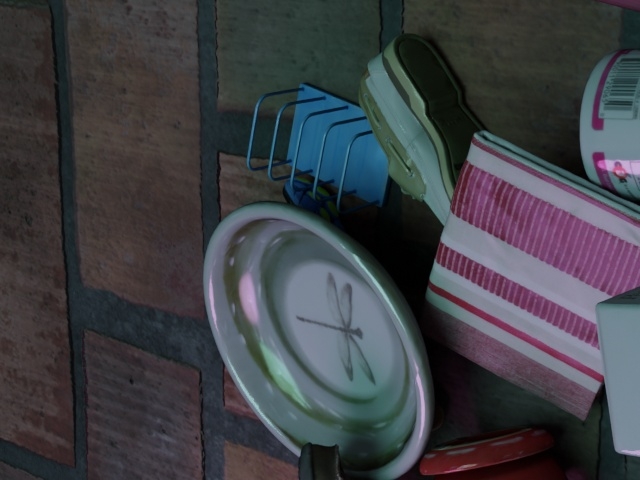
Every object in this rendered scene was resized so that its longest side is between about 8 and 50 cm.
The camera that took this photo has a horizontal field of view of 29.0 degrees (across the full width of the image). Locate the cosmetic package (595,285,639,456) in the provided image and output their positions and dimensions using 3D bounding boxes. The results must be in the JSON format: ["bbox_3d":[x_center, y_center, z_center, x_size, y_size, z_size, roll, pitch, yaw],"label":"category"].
[{"bbox_3d":[0.506,0.113,1.122,0.453,0.230,0.161,-1,101,50],"label":"cosmetic package"}]

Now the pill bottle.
[{"bbox_3d":[0.418,-0.111,1.228,0.283,0.160,0.160,7,106,39],"label":"pill bottle"}]

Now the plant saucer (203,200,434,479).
[{"bbox_3d":[0.013,0.121,1.609,0.400,0.100,0.400,27,131,35],"label":"plant saucer"}]

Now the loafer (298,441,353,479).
[{"bbox_3d":[0.084,0.408,1.587,0.130,0.134,0.366,-26,99,4],"label":"loafer"}]

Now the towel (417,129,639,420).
[{"bbox_3d":[0.242,0.044,1.390,0.237,0.037,0.329,28,139,16],"label":"towel"}]

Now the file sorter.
[{"bbox_3d":[0.001,-0.120,1.617,0.170,0.104,0.118,27,117,33],"label":"file sorter"}]

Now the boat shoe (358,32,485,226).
[{"bbox_3d":[0.144,-0.099,1.507,0.103,0.113,0.302,-39,69,46],"label":"boat shoe"}]

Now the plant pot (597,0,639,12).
[{"bbox_3d":[0.290,-0.329,1.269,0.180,0.201,0.201,30,121,13],"label":"plant pot"}]

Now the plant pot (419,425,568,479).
[{"bbox_3d":[0.220,0.322,1.503,0.191,0.191,0.174,-18,81,42],"label":"plant pot"}]

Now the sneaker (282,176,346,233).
[{"bbox_3d":[0.000,0.000,1.669,0.078,0.067,0.188,-34,89,41],"label":"sneaker"}]

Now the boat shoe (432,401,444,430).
[{"bbox_3d":[0.105,0.235,1.671,0.153,0.048,0.056,-7,74,35],"label":"boat shoe"}]
